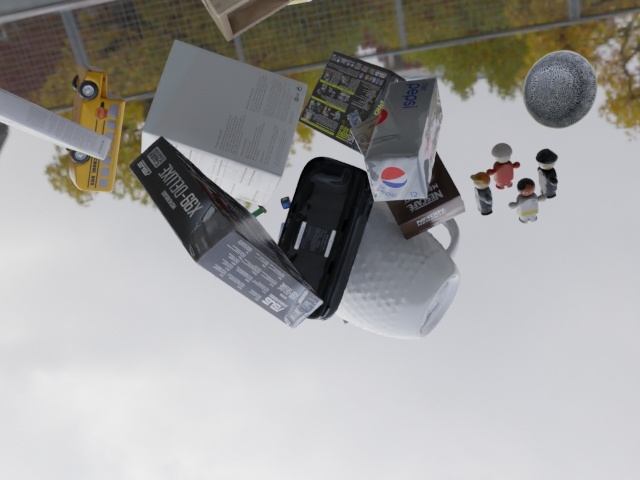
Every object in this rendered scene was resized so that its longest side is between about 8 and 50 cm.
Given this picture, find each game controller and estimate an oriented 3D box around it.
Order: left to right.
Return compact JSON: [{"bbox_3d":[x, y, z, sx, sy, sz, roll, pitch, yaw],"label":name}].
[{"bbox_3d":[0.000,0.000,1.488,0.167,0.319,0.067,17,-176,-22],"label":"game controller"}]

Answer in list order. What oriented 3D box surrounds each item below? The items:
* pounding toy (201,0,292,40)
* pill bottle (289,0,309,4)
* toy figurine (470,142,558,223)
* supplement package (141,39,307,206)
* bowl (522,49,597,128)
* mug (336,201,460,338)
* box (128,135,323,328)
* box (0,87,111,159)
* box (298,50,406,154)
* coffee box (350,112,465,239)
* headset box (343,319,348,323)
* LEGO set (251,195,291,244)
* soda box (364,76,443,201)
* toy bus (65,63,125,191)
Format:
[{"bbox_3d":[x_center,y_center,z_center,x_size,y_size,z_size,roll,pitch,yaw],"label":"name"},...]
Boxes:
[{"bbox_3d":[-0.080,-0.403,1.094,0.206,0.094,0.181,-33,179,-1],"label":"pounding toy"},{"bbox_3d":[-0.076,-0.748,2.233,0.184,0.103,0.103,-7,-154,6],"label":"pill bottle"},{"bbox_3d":[0.539,-0.165,2.112,0.213,0.148,0.209,17,-134,36],"label":"toy figurine"},{"bbox_3d":[-0.190,-0.219,1.477,0.263,0.199,0.198,17,162,-9],"label":"supplement package"},{"bbox_3d":[0.515,-0.335,1.685,0.170,0.170,0.080,-13,-165,-3],"label":"bowl"},{"bbox_3d":[0.157,0.032,1.702,0.328,0.276,0.374,32,-124,24],"label":"mug"},{"bbox_3d":[-0.145,-0.005,1.232,0.076,0.307,0.242,-42,-124,3],"label":"box"},{"bbox_3d":[-0.649,-0.272,1.656,0.232,0.058,0.322,19,175,42],"label":"box"},{"bbox_3d":[0.075,-0.358,1.967,0.060,0.216,0.270,21,-171,-39],"label":"box"},{"bbox_3d":[0.179,-0.146,1.565,0.141,0.098,0.246,-27,-113,6],"label":"coffee box"},{"bbox_3d":[0.119,0.049,2.029,0.246,0.283,0.131,-25,-176,45],"label":"headset box"},{"bbox_3d":[-0.143,-0.008,1.803,0.183,0.244,0.060,8,-148,-10],"label":"LEGO set"},{"bbox_3d":[0.156,-0.189,1.386,0.098,0.091,0.286,-2,-142,19],"label":"soda box"},{"bbox_3d":[-0.624,-0.307,2.104,0.130,0.332,0.108,2,-160,-30],"label":"toy bus"}]
